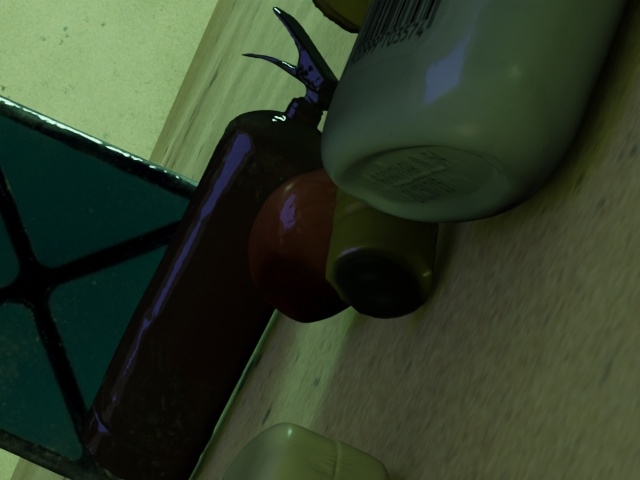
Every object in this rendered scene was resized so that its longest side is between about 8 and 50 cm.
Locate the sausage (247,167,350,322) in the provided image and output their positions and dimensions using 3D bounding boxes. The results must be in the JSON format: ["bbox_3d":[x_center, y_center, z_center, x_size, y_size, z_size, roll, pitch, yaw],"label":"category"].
[{"bbox_3d":[0.000,0.000,0.798,0.054,0.059,0.094,-62,4,-21],"label":"sausage"}]

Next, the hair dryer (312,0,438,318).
[{"bbox_3d":[0.043,-0.090,0.766,0.135,0.090,0.279,-53,20,45],"label":"hair dryer"}]

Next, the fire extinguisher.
[{"bbox_3d":[-0.056,0.006,1.036,0.072,0.089,0.268,8,-67,-52],"label":"fire extinguisher"}]

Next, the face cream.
[{"bbox_3d":[0.085,-0.148,0.646,0.291,0.071,0.144,-69,16,-15],"label":"face cream"}]

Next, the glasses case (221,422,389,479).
[{"bbox_3d":[-0.033,0.154,0.593,0.196,0.050,0.083,-68,11,-24],"label":"glasses case"}]

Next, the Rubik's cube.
[{"bbox_3d":[-0.244,0.036,1.528,0.255,0.260,0.259,165,127,-80],"label":"Rubik's cube"}]
